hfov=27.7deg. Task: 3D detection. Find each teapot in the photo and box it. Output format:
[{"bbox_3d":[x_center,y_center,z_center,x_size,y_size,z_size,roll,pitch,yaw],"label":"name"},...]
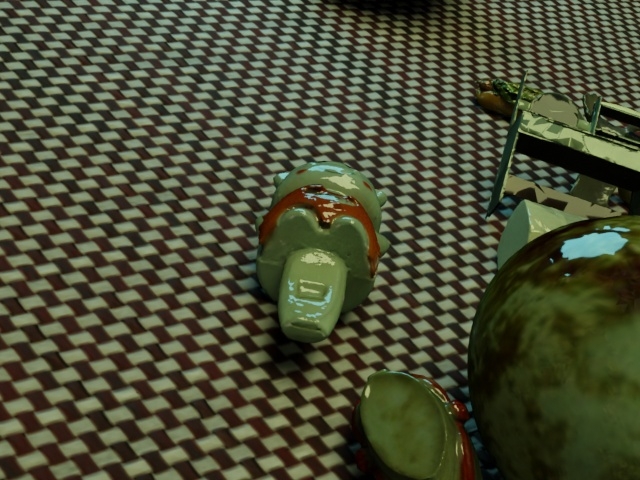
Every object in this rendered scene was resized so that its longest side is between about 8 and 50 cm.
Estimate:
[{"bbox_3d":[0.277,0.015,1.213,0.201,0.107,0.077,16,31,-11],"label":"teapot"}]

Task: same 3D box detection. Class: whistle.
[{"bbox_3d":[-0.002,0.001,1.076,0.102,0.105,0.253,-15,29,17],"label":"whistle"}]

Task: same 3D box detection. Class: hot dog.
[{"bbox_3d":[0.241,-0.161,1.511,0.133,0.041,0.056,15,33,-11],"label":"hot dog"}]

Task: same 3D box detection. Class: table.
[{"bbox_3d":[0.261,-0.084,1.308,0.146,0.062,0.175,18,69,-3],"label":"table"}]

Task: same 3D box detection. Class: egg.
[{"bbox_3d":[0.224,0.096,0.945,0.238,0.238,0.289,12,18,-16],"label":"egg"}]

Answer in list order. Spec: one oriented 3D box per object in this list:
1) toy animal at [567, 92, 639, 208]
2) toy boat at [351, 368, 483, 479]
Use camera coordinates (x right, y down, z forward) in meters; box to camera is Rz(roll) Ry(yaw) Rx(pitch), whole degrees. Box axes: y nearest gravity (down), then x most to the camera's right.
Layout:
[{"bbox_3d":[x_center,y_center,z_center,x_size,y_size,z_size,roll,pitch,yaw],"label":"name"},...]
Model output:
[{"bbox_3d":[0.330,-0.084,1.400,0.155,0.095,0.219,26,38,2],"label":"toy animal"},{"bbox_3d":[0.069,0.147,0.927,0.089,0.071,0.185,-29,45,0],"label":"toy boat"}]
